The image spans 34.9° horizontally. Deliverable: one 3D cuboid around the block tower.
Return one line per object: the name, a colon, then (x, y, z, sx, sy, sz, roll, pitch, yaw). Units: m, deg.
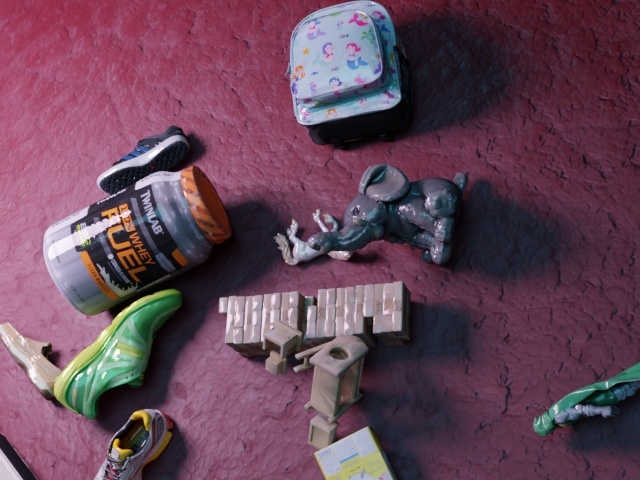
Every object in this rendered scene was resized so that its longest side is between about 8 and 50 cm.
block tower: (-0.008, 0.142, 1.788, 0.336, 0.091, 0.097, -5, 67, 18)

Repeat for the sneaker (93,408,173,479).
sneaker: (-0.357, 0.394, 1.808, 0.088, 0.093, 0.225, 25, 79, 26)

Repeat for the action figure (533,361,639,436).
action figure: (0.438, 0.246, 1.585, 0.232, 0.137, 0.063, -28, 75, 16)

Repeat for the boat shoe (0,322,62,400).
boat shoe: (-0.551, 0.221, 1.971, 0.072, 0.068, 0.190, -39, 71, -13)

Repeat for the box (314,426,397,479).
box: (0.076, 0.407, 1.664, 0.105, 0.043, 0.179, -27, 73, 7)

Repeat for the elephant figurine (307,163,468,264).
elephant figurine: (0.120, -0.050, 1.775, 0.239, 0.186, 0.169, 9, 94, 13)

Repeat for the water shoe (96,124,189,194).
water shoe: (-0.357, -0.159, 2.059, 0.203, 0.073, 0.080, -26, 41, 4)

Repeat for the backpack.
backpack: (0.050, -0.328, 1.914, 0.225, 0.191, 0.253, -10, 61, 17)

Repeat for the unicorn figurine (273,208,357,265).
unicorn figurine: (0.000, 0.000, 1.868, 0.162, 0.060, 0.111, -28, 65, 24)

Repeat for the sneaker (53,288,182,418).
sneaker: (-0.357, 0.209, 1.894, 0.123, 0.109, 0.295, 43, 84, 3)

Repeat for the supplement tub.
supplement tub: (-0.339, -0.005, 1.908, 0.316, 0.193, 0.193, -27, 63, 8)

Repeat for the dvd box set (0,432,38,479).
dvd box set: (-0.659, 0.570, 1.801, 0.308, 0.062, 0.420, 26, 78, 50)

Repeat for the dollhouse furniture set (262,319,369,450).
dollhouse furniture set: (-0.014, 0.237, 1.742, 0.161, 0.182, 0.101, 26, 38, 27)
